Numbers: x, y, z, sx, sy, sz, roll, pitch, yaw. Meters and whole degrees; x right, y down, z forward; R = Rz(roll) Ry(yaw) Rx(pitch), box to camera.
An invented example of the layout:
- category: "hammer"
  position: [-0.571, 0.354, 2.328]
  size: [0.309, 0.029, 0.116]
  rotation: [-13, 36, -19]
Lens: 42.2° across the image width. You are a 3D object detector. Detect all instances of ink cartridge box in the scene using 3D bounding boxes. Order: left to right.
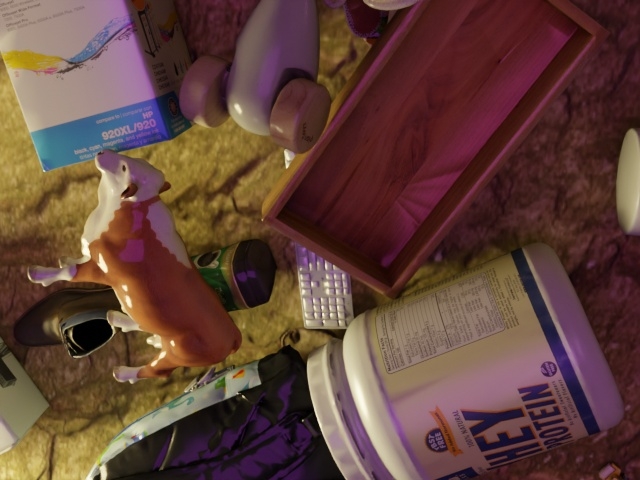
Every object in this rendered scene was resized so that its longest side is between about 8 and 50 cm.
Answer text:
- category: "ink cartridge box"
  position: [-0.564, 0.202, 1.211]
  size: [0.197, 0.114, 0.272]
  rotation: [-29, 100, 15]
- category: "ink cartridge box"
  position: [-0.264, -0.228, 0.999]
  size: [0.168, 0.171, 0.232]
  rotation: [-12, 105, 12]

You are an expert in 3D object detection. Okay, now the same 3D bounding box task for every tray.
- category: "tray"
  position: [0.125, -0.142, 1.001]
  size: [0.203, 0.076, 0.410]
  rotation: [31, 111, -15]

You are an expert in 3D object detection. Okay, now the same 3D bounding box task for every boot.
- category: "boot"
  position: [-0.351, 0.116, 1.155]
  size: [0.219, 0.106, 0.082]
  rotation: [-18, 104, 13]

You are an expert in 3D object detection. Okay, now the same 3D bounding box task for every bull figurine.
- category: "bull figurine"
  position: [-0.217, 0.043, 0.991]
  size: [0.189, 0.101, 0.310]
  rotation: [-17, 119, 19]

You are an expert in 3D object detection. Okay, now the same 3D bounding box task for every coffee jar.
- category: "coffee jar"
  position: [-0.151, 0.059, 1.112]
  size: [0.185, 0.096, 0.079]
  rotation: [-15, 114, 14]

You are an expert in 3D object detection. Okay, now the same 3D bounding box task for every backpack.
- category: "backpack"
  position: [-0.139, 0.323, 1.130]
  size: [0.356, 0.273, 0.290]
  rotation: [-29, 102, -5]

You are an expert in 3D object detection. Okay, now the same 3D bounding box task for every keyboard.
- category: "keyboard"
  position: [0.000, 0.000, 1.113]
  size: [0.072, 0.014, 0.255]
  rotation: [-3, 106, 10]

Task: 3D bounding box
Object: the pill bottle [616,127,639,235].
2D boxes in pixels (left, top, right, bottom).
- category: "pill bottle"
  position: [0.501, -0.062, 0.934]
  size: [0.302, 0.169, 0.169]
  rotation: [2, 107, 8]

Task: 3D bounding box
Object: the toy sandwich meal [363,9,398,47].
- category: "toy sandwich meal"
  position: [0.088, -0.263, 1.008]
  size: [0.086, 0.029, 0.085]
  rotation: [3, 108, 8]

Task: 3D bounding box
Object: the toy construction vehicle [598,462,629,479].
- category: "toy construction vehicle"
  position: [0.417, 0.363, 1.151]
  size: [0.098, 0.035, 0.086]
  rotation: [41, 109, -5]

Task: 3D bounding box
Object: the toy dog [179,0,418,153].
- category: "toy dog"
  position: [-0.020, -0.249, 0.973]
  size: [0.220, 0.161, 0.333]
  rotation: [43, 100, 12]

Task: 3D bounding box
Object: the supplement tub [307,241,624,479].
- category: "supplement tub"
  position: [0.172, 0.165, 1.015]
  size: [0.325, 0.235, 0.235]
  rotation: [-24, 102, 12]
